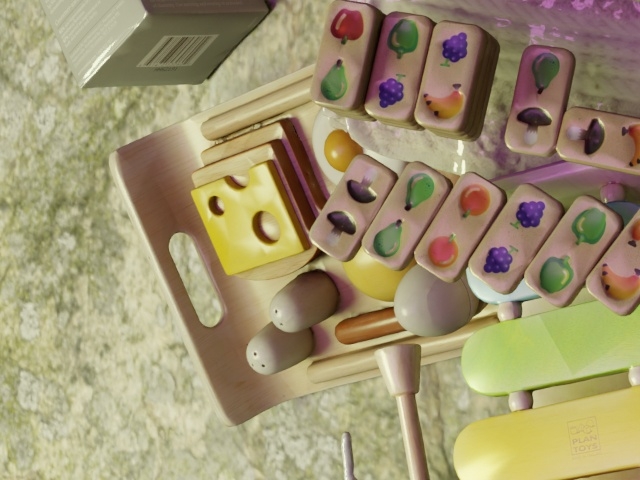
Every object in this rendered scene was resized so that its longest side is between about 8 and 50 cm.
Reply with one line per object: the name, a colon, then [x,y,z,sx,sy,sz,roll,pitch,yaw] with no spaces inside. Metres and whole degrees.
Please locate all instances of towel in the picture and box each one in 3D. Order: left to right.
towel: [0.146,-0.119,0.985,0.282,0.049,0.187,10,104,11]

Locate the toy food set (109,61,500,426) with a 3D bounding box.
toy food set: [0.000,0.000,1.158,0.306,0.092,0.220,-18,98,43]

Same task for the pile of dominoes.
pile of dominoes: [0.116,-0.066,0.911,0.251,0.040,0.196,12,88,24]

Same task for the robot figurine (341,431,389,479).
robot figurine: [0.065,0.301,1.104,0.300,0.199,0.353,-39,70,24]

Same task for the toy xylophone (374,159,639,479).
toy xylophone: [0.129,0.123,0.957,0.236,0.081,0.323,-24,67,29]

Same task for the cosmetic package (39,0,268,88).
cosmetic package: [-0.151,-0.236,1.273,0.107,0.127,0.238,-42,67,39]
